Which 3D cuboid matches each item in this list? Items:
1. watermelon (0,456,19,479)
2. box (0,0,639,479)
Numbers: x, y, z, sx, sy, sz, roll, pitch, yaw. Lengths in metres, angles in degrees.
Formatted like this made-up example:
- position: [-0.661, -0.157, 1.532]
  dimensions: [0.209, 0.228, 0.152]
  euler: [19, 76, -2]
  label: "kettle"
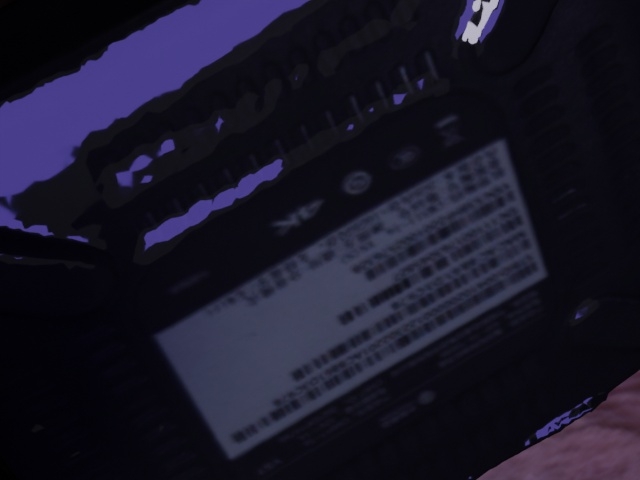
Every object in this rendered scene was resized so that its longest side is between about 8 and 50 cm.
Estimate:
- position: [-0.220, 0.157, 0.422]
  dimensions: [0.363, 0.363, 0.363]
  euler: [-16, 134, -18]
  label: "watermelon"
- position: [0.000, 0.000, 0.603]
  dimensions: [0.290, 0.073, 0.289]
  euler: [-29, 136, -6]
  label: "box"
